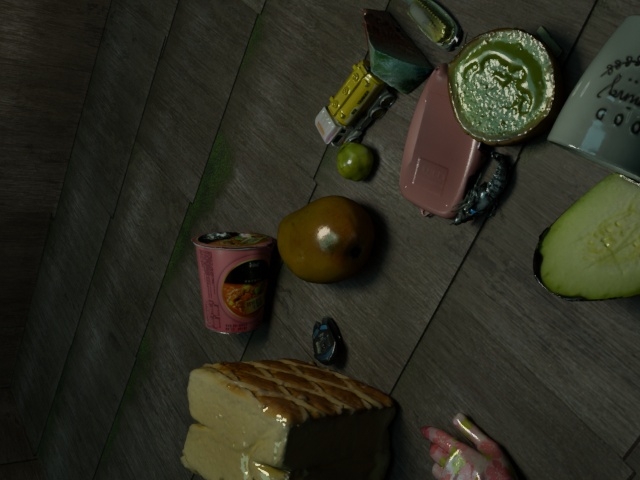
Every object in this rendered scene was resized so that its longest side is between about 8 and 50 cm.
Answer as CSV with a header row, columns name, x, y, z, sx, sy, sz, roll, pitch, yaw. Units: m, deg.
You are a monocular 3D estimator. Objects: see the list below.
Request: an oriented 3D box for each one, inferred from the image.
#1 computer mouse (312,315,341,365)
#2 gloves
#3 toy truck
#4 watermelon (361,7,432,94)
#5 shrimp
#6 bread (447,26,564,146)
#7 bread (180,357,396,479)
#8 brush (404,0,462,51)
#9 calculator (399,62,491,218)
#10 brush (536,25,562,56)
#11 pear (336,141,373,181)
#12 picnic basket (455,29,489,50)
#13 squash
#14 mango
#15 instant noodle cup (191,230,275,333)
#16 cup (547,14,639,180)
name,x,y,z,sx,sy,sz,roll,pitch,yaw
computer mouse,0.018,0.254,1.827,0.079,0.047,0.135,-39,48,27
gloves,0.283,0.449,1.463,0.241,0.126,0.145,28,114,38
toy truck,0.077,-0.323,1.731,0.227,0.114,0.098,-49,54,36
watermelon,0.142,-0.453,1.666,0.094,0.154,0.241,-48,41,36
shrimp,0.325,-0.094,1.465,0.174,0.082,0.076,-60,43,19
bread,0.351,-0.294,1.403,0.236,0.070,0.236,3,95,33
bread,-0.074,0.446,1.683,0.390,0.371,0.280,17,97,44
brush,0.209,-0.525,1.628,0.297,0.060,0.068,57,130,33
calculator,0.267,-0.205,1.559,0.220,0.048,0.330,30,112,44
brush,0.439,-0.381,1.394,0.016,0.013,0.084,-58,41,39
pear,0.078,-0.191,1.744,0.097,0.092,0.092,52,128,13
picnic basket,0.318,-0.395,1.502,0.083,0.065,0.083,42,140,47
squash,0.489,0.019,1.217,0.237,0.155,0.204,52,127,39
mango,0.000,0.000,1.769,0.317,0.172,0.212,-4,85,55
instant noodle cup,-0.240,0.115,2.020,0.244,0.243,0.255,14,107,48
cup,0.540,-0.214,1.176,0.258,0.186,0.234,29,103,14
